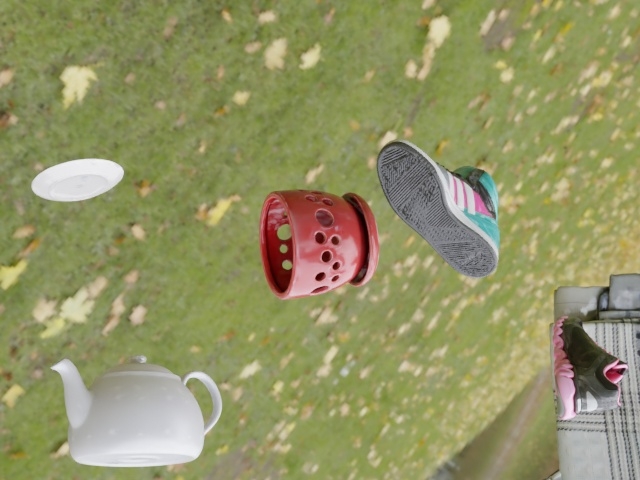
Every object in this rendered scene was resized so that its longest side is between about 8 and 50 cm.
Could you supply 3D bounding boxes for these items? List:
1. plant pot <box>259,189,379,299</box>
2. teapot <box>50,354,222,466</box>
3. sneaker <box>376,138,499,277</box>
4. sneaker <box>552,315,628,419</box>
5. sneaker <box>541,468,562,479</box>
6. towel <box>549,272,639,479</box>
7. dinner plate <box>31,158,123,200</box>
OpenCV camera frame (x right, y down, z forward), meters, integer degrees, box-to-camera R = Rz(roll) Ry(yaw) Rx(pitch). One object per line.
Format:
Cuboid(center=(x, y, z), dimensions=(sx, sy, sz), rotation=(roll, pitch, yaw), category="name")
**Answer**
Cuboid(center=(0.000, 0.000, 1.725), dimensions=(0.174, 0.191, 0.191), rotation=(-7, 139, -21), category="plant pot")
Cuboid(center=(-0.320, 0.297, 1.743), dimensions=(0.256, 0.253, 0.187), rotation=(76, 11, -70), category="teapot")
Cuboid(center=(0.217, -0.091, 1.717), dimensions=(0.124, 0.295, 0.178), rotation=(-29, -157, 30), category="sneaker")
Cuboid(center=(0.214, 0.099, 0.780), dimensions=(0.119, 0.057, 0.047), rotation=(-70, 149, -60), category="sneaker")
Cuboid(center=(0.407, 0.508, 1.763), dimensions=(0.229, 0.132, 0.086), rotation=(-26, 152, -23), category="sneaker")
Cuboid(center=(0.389, 0.188, 0.973), dimensions=(0.056, 0.312, 0.324), rotation=(72, 18, -70), category="towel")
Cuboid(center=(-0.374, -0.088, 1.521), dimensions=(0.141, 0.017, 0.141), rotation=(-15, 161, -5), category="dinner plate")
